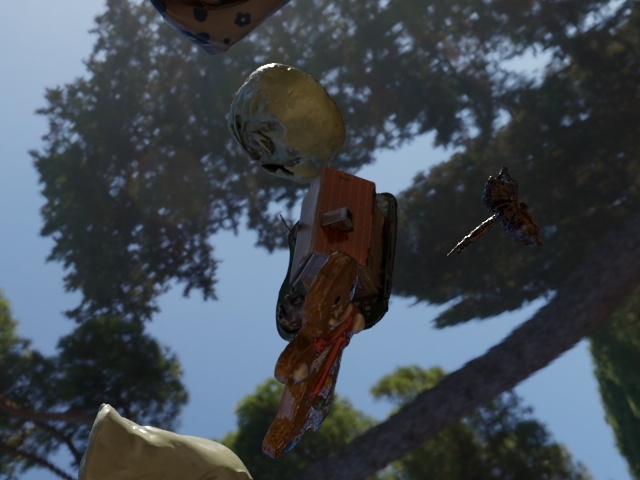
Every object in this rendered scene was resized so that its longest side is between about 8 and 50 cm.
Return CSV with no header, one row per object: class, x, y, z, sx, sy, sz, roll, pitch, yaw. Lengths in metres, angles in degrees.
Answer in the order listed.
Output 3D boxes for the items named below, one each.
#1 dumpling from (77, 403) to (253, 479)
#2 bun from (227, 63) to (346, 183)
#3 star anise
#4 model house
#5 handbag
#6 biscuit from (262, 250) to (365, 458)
dumpling,-0.174,0.319,1.142,0.243,0.187,0.318,50,-167,-47
bun,-0.077,-0.220,2.013,0.259,0.259,0.152,49,-125,-11
star anise,0.289,-0.035,1.704,0.140,0.144,0.158,-13,-105,-61
model house,0.001,0.001,1.621,0.294,0.207,0.154,-82,-30,-43
handbag,-0.120,-0.382,1.246,0.190,0.251,0.193,60,-165,18
biscuit,0.000,0.163,1.415,0.049,0.324,0.205,23,-155,22
